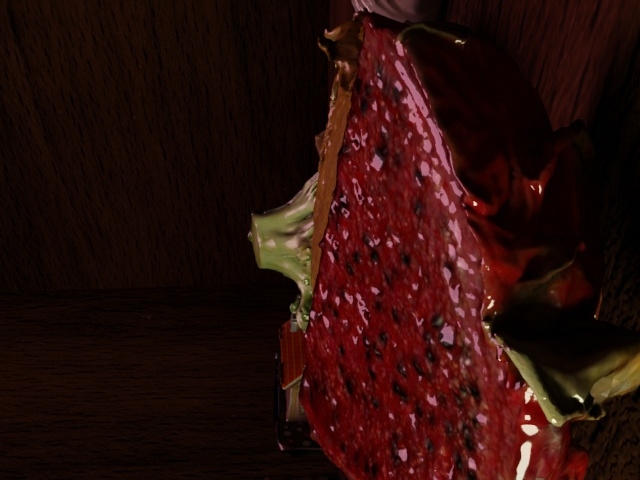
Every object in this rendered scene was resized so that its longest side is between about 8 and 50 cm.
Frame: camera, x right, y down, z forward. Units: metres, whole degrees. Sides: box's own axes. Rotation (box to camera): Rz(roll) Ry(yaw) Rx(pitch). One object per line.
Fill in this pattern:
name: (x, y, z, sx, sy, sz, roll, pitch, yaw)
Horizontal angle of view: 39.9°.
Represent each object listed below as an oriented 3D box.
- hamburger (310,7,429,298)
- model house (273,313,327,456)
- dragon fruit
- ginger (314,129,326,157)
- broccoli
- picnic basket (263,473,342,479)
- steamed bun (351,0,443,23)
hamburger: (0.070, -0.043, 0.773, 0.318, 0.158, 0.319, 179, 90, -88)
model house: (0.029, 0.208, 1.466, 0.294, 0.206, 0.154, -97, 11, -64)
dragon fruit: (0.104, 0.048, 0.500, 0.317, 0.152, 0.205, 102, 148, -42)
ginger: (0.063, -0.066, 1.664, 0.348, 0.122, 0.363, -95, -2, -81)
broccoli: (0.000, 0.000, 1.373, 0.248, 0.245, 0.288, 73, -167, -76)
picnic basket: (-0.090, 0.501, 1.233, 0.293, 0.337, 0.337, 58, -171, -21)
steamed bun: (0.079, -0.313, 0.989, 0.183, 0.106, 0.183, 180, 90, -87)
